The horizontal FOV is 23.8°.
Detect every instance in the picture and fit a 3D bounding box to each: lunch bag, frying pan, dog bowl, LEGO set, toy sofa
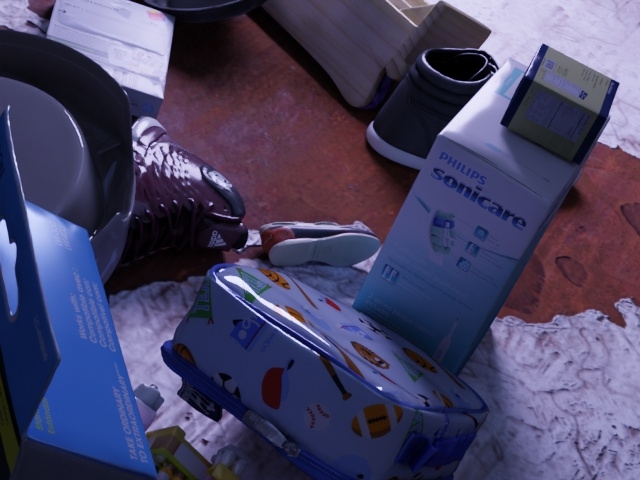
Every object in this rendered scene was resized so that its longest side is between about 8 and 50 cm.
[{"bbox_3d":[0.013,0.129,1.308,0.243,0.115,0.303,35,9,22],"label":"lunch bag"},{"bbox_3d":[-0.074,-0.350,1.912,0.326,0.053,0.197,-21,37,-14],"label":"frying pan"},{"bbox_3d":[-0.325,-0.039,1.333,0.349,0.102,0.349,0,47,0],"label":"dog bowl"},{"bbox_3d":[-0.068,0.241,1.210,0.287,0.132,0.107,34,55,-2],"label":"LEGO set"},{"bbox_3d":[0.030,-0.323,1.990,0.362,0.177,0.150,45,15,25],"label":"toy sofa"}]

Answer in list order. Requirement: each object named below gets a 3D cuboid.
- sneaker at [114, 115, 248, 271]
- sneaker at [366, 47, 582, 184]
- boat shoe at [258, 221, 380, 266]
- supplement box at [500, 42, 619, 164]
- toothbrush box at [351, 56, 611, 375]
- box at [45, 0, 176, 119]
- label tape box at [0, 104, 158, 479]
[{"bbox_3d":[-0.154,-0.018,1.503,0.162,0.106,0.281,28,35,-3],"label":"sneaker"},{"bbox_3d":[0.216,-0.147,1.854,0.296,0.147,0.104,11,36,-22],"label":"sneaker"},{"bbox_3d":[0.000,0.000,1.623,0.137,0.049,0.043,-3,42,-27],"label":"boat shoe"},{"bbox_3d":[0.222,-0.127,1.401,0.083,0.056,0.083,28,35,3],"label":"supplement box"},{"bbox_3d":[0.146,-0.002,1.499,0.126,0.295,0.216,32,37,8],"label":"toothbrush box"},{"bbox_3d":[-0.247,-0.223,1.758,0.145,0.038,0.186,17,37,-14],"label":"box"},{"bbox_3d":[-0.204,0.116,1.088,0.115,0.347,0.249,5,41,-27],"label":"label tape box"}]
